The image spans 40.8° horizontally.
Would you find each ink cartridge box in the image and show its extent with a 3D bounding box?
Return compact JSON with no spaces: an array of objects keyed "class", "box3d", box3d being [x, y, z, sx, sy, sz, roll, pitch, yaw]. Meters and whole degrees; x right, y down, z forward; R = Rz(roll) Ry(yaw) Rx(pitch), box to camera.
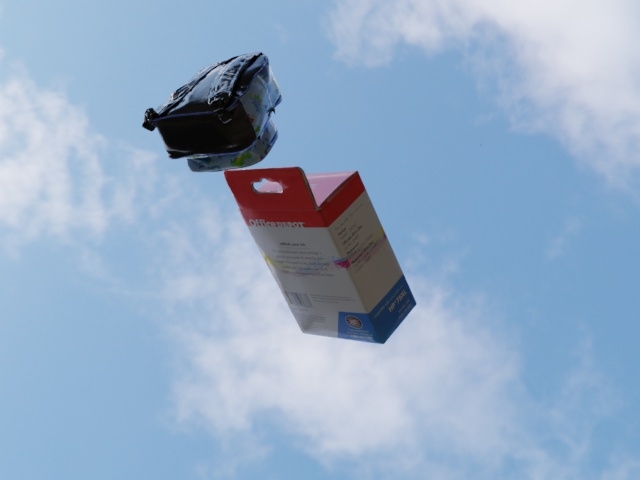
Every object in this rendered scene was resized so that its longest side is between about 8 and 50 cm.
[{"class":"ink cartridge box","box3d":[0.000,0.000,0.967,0.134,0.078,0.231,2,-54,44]}]

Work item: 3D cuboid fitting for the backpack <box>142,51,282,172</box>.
[{"class":"backpack","box3d":[-0.089,-0.119,0.810,0.105,0.114,0.084,-5,-52,27]}]
